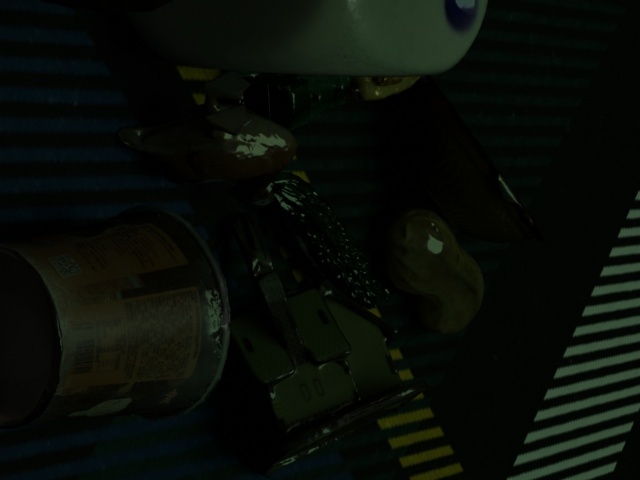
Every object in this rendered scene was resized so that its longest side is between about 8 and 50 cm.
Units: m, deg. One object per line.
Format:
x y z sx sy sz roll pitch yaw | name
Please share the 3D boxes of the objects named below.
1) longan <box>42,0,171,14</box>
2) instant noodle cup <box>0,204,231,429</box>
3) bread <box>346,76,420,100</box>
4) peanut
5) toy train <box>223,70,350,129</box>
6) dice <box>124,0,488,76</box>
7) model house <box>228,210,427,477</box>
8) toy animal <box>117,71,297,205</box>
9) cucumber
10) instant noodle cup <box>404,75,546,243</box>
-0.175 -0.392 1.628 0.391 0.391 0.391 -11 103 -55 | longan
-0.228 0.080 1.781 0.207 0.217 0.217 -7 100 -50 | instant noodle cup
0.095 -0.288 2.287 0.235 0.099 0.211 -31 121 -57 | bread
0.148 0.042 2.421 0.098 0.103 0.229 -60 139 -23 | peanut
-0.033 -0.170 2.116 0.170 0.111 0.071 -25 119 -52 | toy train
-0.017 -0.311 1.944 0.304 0.304 0.277 -11 103 -56 | dice
-0.029 0.103 2.164 0.204 0.218 0.279 -23 80 -13 | model house
-0.118 -0.092 1.989 0.179 0.188 0.089 91 -3 -54 | toy animal
0.000 -0.001 2.222 0.265 0.077 0.077 57 49 -42 | cucumber
0.178 -0.083 2.398 0.090 0.274 0.274 -36 138 5 | instant noodle cup
